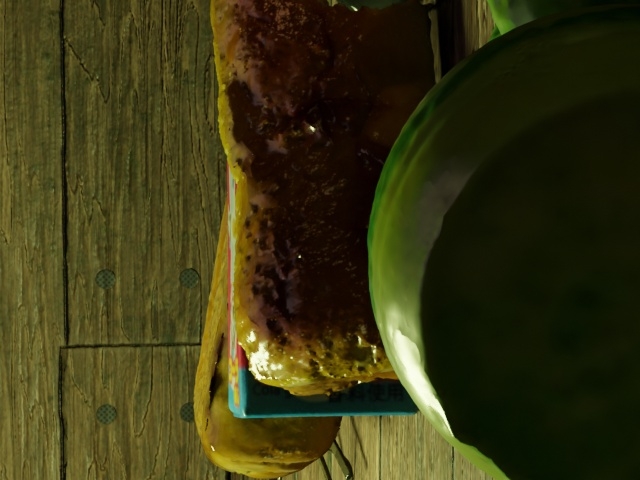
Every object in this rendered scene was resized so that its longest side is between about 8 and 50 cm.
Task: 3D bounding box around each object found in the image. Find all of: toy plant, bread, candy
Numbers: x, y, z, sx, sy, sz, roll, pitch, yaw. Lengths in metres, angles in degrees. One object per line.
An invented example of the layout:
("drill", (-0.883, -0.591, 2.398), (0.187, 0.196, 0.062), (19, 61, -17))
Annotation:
("toy plant", (0.112, -0.032, 0.715), (0.316, 0.184, 0.224), (-83, -22, -71))
("bread", (-0.033, 0.062, 1.667), (0.328, 0.148, 0.337), (159, 121, -83))
("candy", (0.000, 0.000, 1.458), (0.100, 0.157, 0.306), (157, 113, -80))
("bread", (0.014, -0.073, 1.307), (0.109, 0.185, 0.380), (34, -134, -62))

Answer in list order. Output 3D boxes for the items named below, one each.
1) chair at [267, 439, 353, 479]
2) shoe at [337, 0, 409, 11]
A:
("chair", (-0.017, 0.231, 1.791), (0.221, 0.095, 0.104), (-104, 12, -61))
("shoe", (0.047, -0.279, 1.388), (0.078, 0.079, 0.195), (105, 168, -86))
